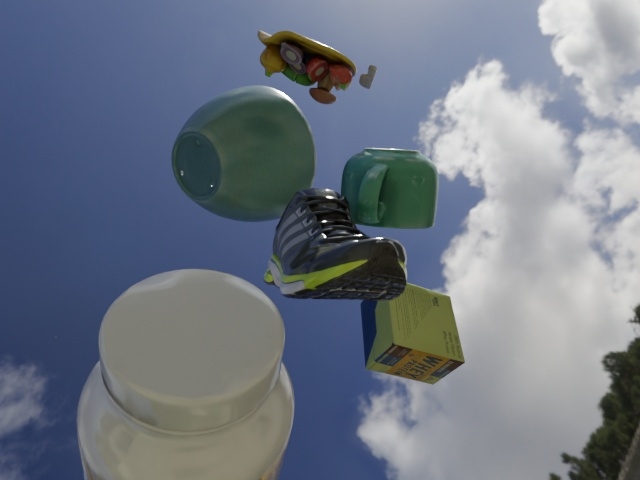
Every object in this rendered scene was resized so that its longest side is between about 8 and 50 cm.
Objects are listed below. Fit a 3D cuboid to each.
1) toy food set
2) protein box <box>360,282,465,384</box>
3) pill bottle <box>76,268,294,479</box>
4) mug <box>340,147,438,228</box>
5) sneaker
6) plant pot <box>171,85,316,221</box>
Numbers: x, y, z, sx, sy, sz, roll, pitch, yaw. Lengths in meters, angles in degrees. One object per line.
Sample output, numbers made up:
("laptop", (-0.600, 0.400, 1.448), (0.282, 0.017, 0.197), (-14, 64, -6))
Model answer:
("toy food set", (-0.013, -0.284, 0.824), (0.218, 0.128, 0.071), (19, -88, -8))
("protein box", (0.226, 0.230, 1.223), (0.201, 0.136, 0.199), (18, -135, -19))
("pill bottle", (-0.127, 0.198, 0.471), (0.188, 0.333, 0.188), (9, -145, -6))
("mug", (0.095, -0.071, 0.633), (0.130, 0.158, 0.097), (1, -80, -11))
("sneaker", (0.000, 0.000, 0.534), (0.111, 0.300, 0.121), (4, -91, -21))
("plant pot", (-0.182, -0.162, 0.977), (0.195, 0.290, 0.290), (-26, -87, -53))
